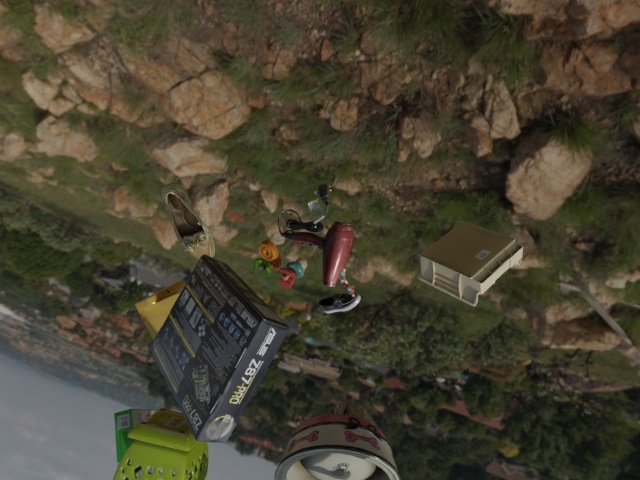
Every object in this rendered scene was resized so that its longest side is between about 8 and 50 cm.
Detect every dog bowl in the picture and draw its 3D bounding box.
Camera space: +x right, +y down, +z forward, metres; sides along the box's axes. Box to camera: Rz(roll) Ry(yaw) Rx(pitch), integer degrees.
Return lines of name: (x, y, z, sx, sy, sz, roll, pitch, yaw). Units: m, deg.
dog bowl: (0.059, 0.743, 1.471, 0.408, 0.150, 0.407, 3, 123, 4)

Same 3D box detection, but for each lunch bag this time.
lunch bag: (0.134, 0.804, 1.769, 0.213, 0.256, 0.305, -26, 173, 8)

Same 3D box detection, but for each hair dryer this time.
hair dryer: (0.000, 0.000, 1.321, 0.224, 0.293, 0.080, -34, 155, 32)

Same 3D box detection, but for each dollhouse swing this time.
dollhouse swing: (-0.467, 0.314, 1.683, 0.305, 0.315, 0.346, -25, 94, 18)

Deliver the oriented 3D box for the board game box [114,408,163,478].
board game box: (-0.664, 0.764, 1.655, 0.064, 0.242, 0.316, -13, 158, -4)

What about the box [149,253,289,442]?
box: (-0.277, 0.252, 1.130, 0.097, 0.318, 0.395, 30, -179, -41)

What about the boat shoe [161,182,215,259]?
boat shoe: (-0.431, -0.045, 1.429, 0.285, 0.105, 0.089, 65, 176, -26)

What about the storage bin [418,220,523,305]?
storage bin: (0.532, 0.074, 1.574, 0.260, 0.262, 0.123, 28, 142, 45)

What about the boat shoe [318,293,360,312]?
boat shoe: (0.082, 0.281, 2.062, 0.229, 0.080, 0.076, -20, 128, 43)

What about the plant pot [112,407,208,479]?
plant pot: (-0.475, 0.661, 1.371, 0.227, 0.207, 0.228, 10, 177, 6)

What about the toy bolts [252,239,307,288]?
toy bolts: (-0.171, 0.083, 2.024, 0.229, 0.158, 0.218, 31, 133, 18)

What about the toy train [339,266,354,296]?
toy train: (0.109, 0.162, 1.864, 0.125, 0.046, 0.166, 48, 171, 26)
